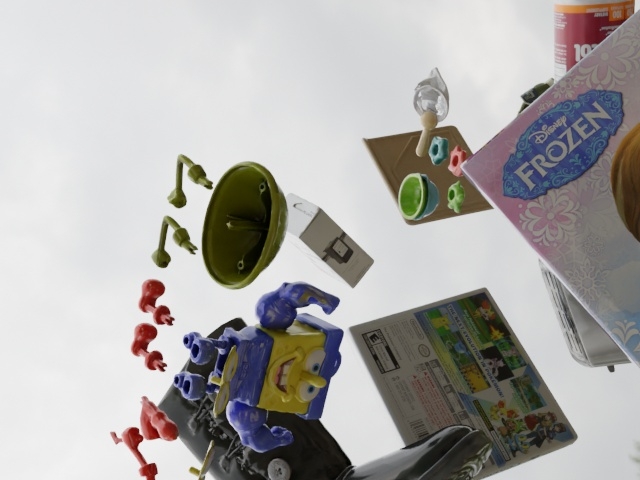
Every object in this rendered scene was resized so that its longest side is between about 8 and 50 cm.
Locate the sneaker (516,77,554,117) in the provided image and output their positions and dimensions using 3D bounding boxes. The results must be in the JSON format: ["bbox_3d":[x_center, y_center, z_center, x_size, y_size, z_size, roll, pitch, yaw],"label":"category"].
[{"bbox_3d":[0.438,-0.247,1.786,0.086,0.192,0.064,-23,-126,-11],"label":"sneaker"}]

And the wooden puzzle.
[{"bbox_3d":[0.218,-0.128,1.704,0.238,0.044,0.221,-9,-124,-25],"label":"wooden puzzle"}]

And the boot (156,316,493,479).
[{"bbox_3d":[-0.010,0.286,1.351,0.445,0.367,0.146,46,-176,29],"label":"boot"}]

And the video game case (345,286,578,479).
[{"bbox_3d":[0.242,0.254,1.519,0.299,0.036,0.329,-14,-123,-21],"label":"video game case"}]

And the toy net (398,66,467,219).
[{"bbox_3d":[0.162,-0.148,1.267,0.045,0.122,0.232,4,-101,-24],"label":"toy net"}]

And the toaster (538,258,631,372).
[{"bbox_3d":[0.377,0.059,1.127,0.227,0.146,0.129,68,-160,-9],"label":"toaster"}]

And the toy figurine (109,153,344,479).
[{"bbox_3d":[-0.064,0.100,0.950,0.217,0.191,0.363,9,-83,-40],"label":"toy figurine"}]

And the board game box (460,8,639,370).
[{"bbox_3d":[0.331,-0.043,0.671,0.318,0.318,0.066,49,-172,8],"label":"board game box"}]

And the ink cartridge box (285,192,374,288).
[{"bbox_3d":[0.000,0.000,1.412,0.063,0.109,0.150,-52,-55,-7],"label":"ink cartridge box"}]

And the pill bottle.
[{"bbox_3d":[0.305,-0.202,0.969,0.086,0.086,0.152,-26,-62,-44],"label":"pill bottle"}]
